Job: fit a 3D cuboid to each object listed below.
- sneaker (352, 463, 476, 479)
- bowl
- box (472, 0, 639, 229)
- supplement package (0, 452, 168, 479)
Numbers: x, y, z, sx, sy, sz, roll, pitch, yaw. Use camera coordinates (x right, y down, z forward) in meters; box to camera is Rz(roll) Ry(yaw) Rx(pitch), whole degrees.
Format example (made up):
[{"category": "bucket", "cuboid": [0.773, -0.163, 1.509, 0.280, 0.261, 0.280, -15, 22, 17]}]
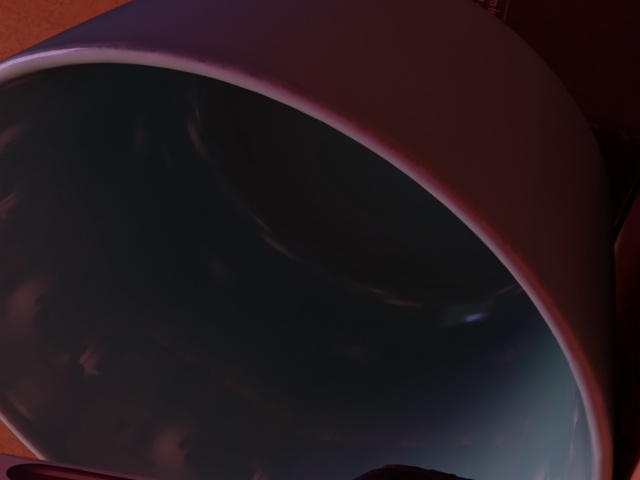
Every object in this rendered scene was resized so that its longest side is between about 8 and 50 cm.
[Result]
[{"category": "sneaker", "cuboid": [0.038, 0.162, 0.517, 0.300, 0.111, 0.121, -69, -8, -66]}, {"category": "bowl", "cuboid": [0.000, 0.000, 0.799, 0.163, 0.311, 0.311, -57, -12, -39]}, {"category": "box", "cuboid": [0.057, -0.074, 0.969, 0.167, 0.203, 0.168, 106, -179, -46]}, {"category": "supplement package", "cuboid": [-0.089, 0.203, 0.534, 0.262, 0.145, 0.204, -91, 10, -75]}]
